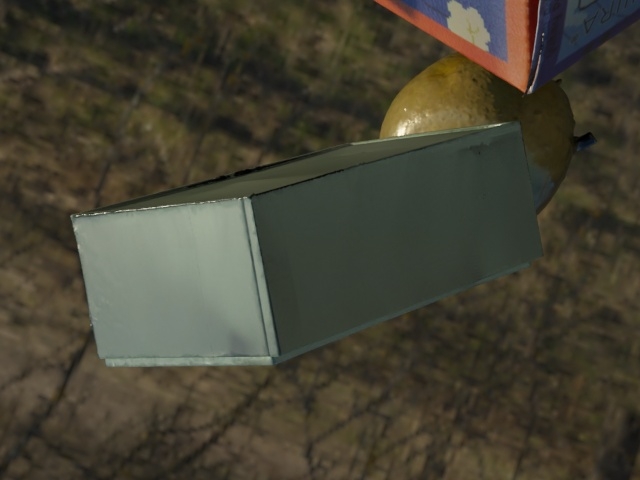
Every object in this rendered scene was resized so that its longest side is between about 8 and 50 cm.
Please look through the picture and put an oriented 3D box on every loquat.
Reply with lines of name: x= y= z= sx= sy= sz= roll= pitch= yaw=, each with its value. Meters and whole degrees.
loquat: x=0.123 y=-0.077 z=1.235 sx=0.204 sy=0.149 sz=0.172 roll=-17 pitch=162 yaw=-16

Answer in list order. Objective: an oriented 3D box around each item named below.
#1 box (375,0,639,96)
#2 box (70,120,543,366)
box: x=0.180 y=-0.341 z=1.005 sx=0.257 sy=0.348 sz=0.318 roll=39 pitch=151 yaw=35
box: x=0.000 y=0.000 z=0.786 sx=0.129 sy=0.086 sz=0.225 roll=-4 pitch=-171 yaw=42
